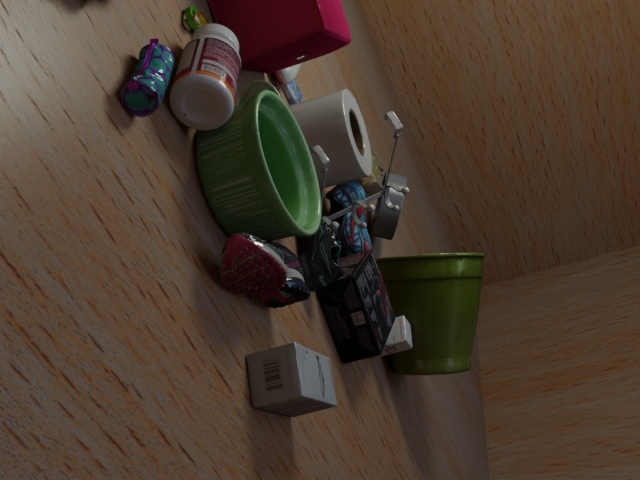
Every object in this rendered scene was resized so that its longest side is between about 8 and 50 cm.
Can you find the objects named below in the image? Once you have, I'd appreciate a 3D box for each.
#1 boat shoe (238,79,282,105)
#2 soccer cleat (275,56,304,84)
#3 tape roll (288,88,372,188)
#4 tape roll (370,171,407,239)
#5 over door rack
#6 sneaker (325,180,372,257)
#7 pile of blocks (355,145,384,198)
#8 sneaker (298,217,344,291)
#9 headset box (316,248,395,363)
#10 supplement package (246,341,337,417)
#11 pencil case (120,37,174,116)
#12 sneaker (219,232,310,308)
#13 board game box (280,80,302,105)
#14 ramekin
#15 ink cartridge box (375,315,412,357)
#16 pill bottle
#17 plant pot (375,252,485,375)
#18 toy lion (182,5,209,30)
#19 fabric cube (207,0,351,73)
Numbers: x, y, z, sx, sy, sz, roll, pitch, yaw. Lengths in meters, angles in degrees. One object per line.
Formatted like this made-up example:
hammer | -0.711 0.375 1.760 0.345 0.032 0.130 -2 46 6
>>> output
boat shoe | -0.095 -0.199 1.774 0.113 0.127 0.340 -59 131 -69
soccer cleat | -0.068 -0.564 2.159 0.116 0.143 0.331 57 24 -43
tape roll | 0.024 -0.270 2.114 0.246 0.169 0.246 -15 90 -74
tape roll | 0.225 -0.114 2.585 0.219 0.072 0.219 -167 -90 -89
over door rack | 0.104 -0.138 1.986 0.108 0.239 0.324 50 -22 34
sneaker | 0.061 -0.033 2.195 0.125 0.104 0.262 -16 105 -36
pile of blocks | 0.121 -0.225 2.511 0.149 0.113 0.362 56 14 -13
sneaker | 0.000 0.000 1.917 0.101 0.106 0.267 47 30 -53
headset box | 0.102 0.163 2.067 0.293 0.110 0.218 -49 121 -70
supplement package | -0.052 0.271 1.503 0.179 0.105 0.105 38 38 -62
pencil case | -0.294 -0.279 1.338 0.151 0.064 0.070 -87 170 -48
sneaker | -0.116 0.046 1.509 0.299 0.121 0.112 49 24 -66
board game box | -0.081 -0.423 2.195 0.090 0.020 0.090 -83 149 -52
ramekin | -0.125 -0.137 1.584 0.303 0.148 0.303 -16 90 -72
ink cartridge box | 0.194 0.274 2.225 0.052 0.122 0.088 56 24 -45
pill bottle | -0.218 -0.323 1.517 0.221 0.121 0.121 -87 154 -46
plant pot | 0.326 0.227 2.385 0.366 0.366 0.353 12 74 -70
toy lion | -0.259 -0.465 1.677 0.100 0.034 0.096 50 22 -51
fabric cube | -0.101 -0.565 1.876 0.258 0.254 0.259 -30 103 -73
